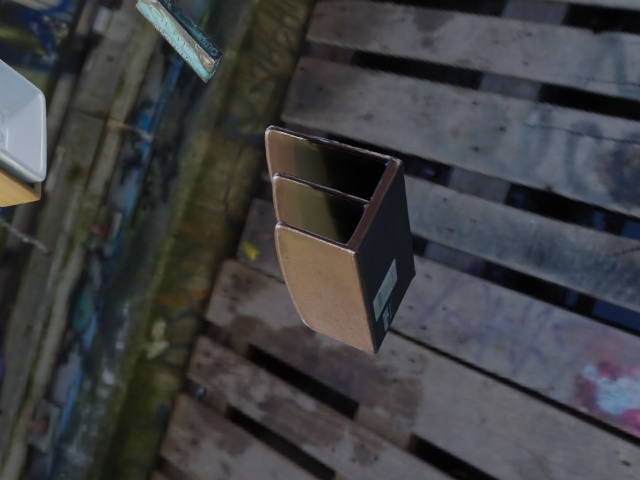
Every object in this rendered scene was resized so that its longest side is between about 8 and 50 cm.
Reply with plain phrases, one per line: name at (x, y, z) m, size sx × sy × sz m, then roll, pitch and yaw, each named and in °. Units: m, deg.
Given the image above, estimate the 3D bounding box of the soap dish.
soap dish at (-0.615, -0.214, 2.093) m, size 0.118 × 0.229 × 0.291 m, roll -35°, pitch 42°, yaw 20°

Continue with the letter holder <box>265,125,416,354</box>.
letter holder at (0.000, 0.000, 1.613) m, size 0.214 × 0.302 × 0.152 m, roll 19°, pitch 64°, yaw 18°

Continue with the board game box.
board game box at (-0.248, -0.367, 2.005) m, size 0.026 × 0.186 × 0.126 m, roll -44°, pitch 2°, yaw -15°
